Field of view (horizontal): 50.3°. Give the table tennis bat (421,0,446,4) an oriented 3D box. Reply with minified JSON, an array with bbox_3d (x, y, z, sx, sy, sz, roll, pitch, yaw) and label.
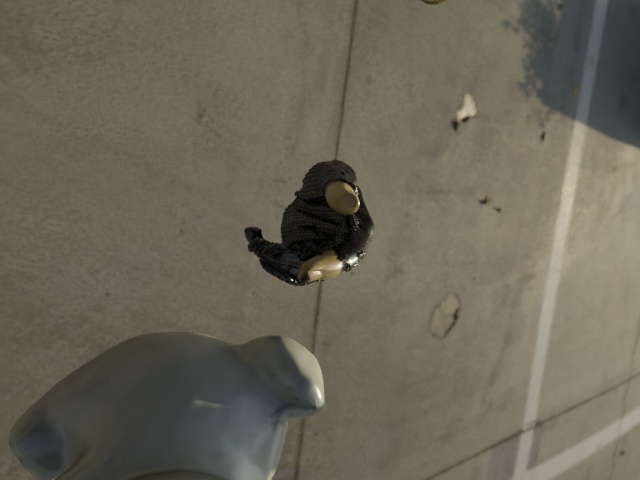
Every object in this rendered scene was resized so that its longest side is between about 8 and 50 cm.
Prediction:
[{"bbox_3d":[0.165,-0.229,0.351,0.198,0.321,0.050,44,43,-20],"label":"table tennis bat"}]

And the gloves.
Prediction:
[{"bbox_3d":[0.000,0.003,0.671,0.106,0.129,0.180,56,19,-25],"label":"gloves"}]

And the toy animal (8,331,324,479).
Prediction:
[{"bbox_3d":[-0.071,0.210,0.464,0.241,0.367,0.196,-34,122,-2],"label":"toy animal"}]
